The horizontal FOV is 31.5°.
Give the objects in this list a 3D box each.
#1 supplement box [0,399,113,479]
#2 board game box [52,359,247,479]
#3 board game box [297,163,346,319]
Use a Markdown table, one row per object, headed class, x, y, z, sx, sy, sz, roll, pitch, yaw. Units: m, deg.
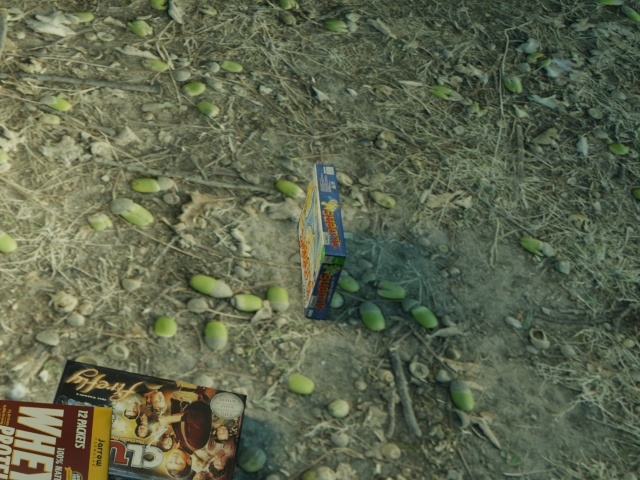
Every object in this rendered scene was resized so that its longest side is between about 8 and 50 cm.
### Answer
| class | x | y | z | sx | sy | sz | roll | pitch | yaw |
| --- | --- | --- | --- | --- | --- | --- | --- | --- | --- |
| supplement box | -0.339 | 0.286 | 1.262 | 0.194 | 0.191 | 0.129 | 6 | 43 | -12 |
| board game box | -0.225 | 0.248 | 1.449 | 0.243 | 0.042 | 0.165 | 11 | 42 | -5 |
| board game box | 0.000 | 0.000 | 1.717 | 0.035 | 0.136 | 0.201 | 6 | 42 | -11 |
